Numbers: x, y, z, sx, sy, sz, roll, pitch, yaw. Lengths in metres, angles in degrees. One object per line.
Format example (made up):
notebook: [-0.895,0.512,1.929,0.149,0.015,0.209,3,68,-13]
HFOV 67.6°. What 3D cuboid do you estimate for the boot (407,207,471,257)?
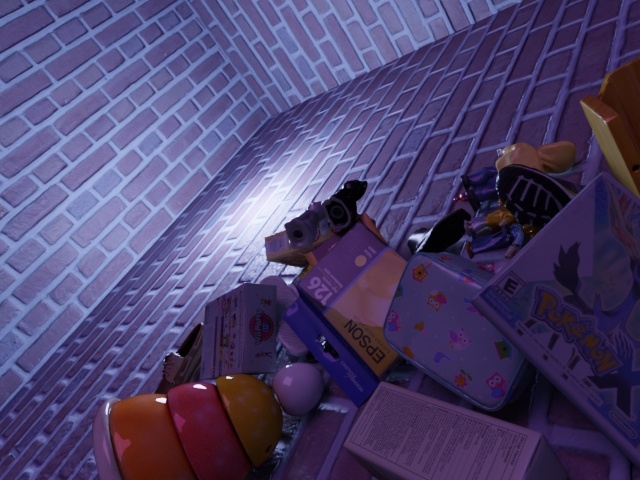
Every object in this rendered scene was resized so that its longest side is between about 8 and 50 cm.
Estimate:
boot: [0.299,-0.026,1.265,0.198,0.076,0.137,-47,18,19]

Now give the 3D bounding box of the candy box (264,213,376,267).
candy box: [0.000,0.000,1.503,0.316,0.182,0.088,-18,70,33]

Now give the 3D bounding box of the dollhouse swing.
dollhouse swing: [0.737,-0.223,0.861,0.346,0.315,0.305,-27,8,19]

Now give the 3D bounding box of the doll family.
doll family: [0.413,-0.018,1.078,0.163,0.118,0.263,-20,26,26]

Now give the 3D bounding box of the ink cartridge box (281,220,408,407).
ink cartridge box: [0.086,0.155,1.089,0.307,0.072,0.303,-45,58,-2]

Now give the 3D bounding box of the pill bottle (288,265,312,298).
pill bottle: [0.018,0.107,1.392,0.208,0.118,0.117,-40,26,-3]

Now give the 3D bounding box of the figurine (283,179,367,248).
figurine: [0.020,-0.081,1.292,0.214,0.092,0.209,-27,13,30]

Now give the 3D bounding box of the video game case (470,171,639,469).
video game case: [0.444,0.106,0.699,0.300,0.329,0.036,-42,-15,-8]

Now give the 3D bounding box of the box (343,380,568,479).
box: [0.202,0.351,0.768,0.311,0.121,0.148,2,47,53]

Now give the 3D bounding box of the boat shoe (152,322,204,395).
boat shoe: [-0.444,0.398,1.500,0.123,0.116,0.324,-5,41,48]

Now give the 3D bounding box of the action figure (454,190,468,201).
action figure: [0.437,-0.143,1.375,0.115,0.030,0.038,-32,32,15]

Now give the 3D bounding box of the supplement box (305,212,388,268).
supplement box: [0.101,0.076,1.232,0.194,0.129,0.191,-34,62,6]

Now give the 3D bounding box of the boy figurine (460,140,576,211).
boy figurine: [0.517,-0.187,1.259,0.285,0.092,0.177,-25,47,21]

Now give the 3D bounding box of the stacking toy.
stacking toy: [-0.205,0.410,1.052,0.479,0.351,0.350,-27,24,-13]

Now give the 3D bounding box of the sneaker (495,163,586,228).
sneaker: [0.507,-0.074,0.984,0.121,0.299,0.111,-40,-24,-51]

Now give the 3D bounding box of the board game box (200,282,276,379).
board game box: [-0.227,0.256,1.297,0.303,0.097,0.224,-28,58,54]

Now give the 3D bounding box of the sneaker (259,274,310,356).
sneaker: [-0.082,0.236,1.312,0.102,0.161,0.282,-17,39,-13]

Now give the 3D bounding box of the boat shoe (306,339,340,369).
boat shoe: [0.050,0.244,1.178,0.228,0.076,0.080,-27,28,21]

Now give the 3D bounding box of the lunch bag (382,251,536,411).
lunch bag: [0.254,0.158,0.873,0.279,0.107,0.224,31,112,40]
